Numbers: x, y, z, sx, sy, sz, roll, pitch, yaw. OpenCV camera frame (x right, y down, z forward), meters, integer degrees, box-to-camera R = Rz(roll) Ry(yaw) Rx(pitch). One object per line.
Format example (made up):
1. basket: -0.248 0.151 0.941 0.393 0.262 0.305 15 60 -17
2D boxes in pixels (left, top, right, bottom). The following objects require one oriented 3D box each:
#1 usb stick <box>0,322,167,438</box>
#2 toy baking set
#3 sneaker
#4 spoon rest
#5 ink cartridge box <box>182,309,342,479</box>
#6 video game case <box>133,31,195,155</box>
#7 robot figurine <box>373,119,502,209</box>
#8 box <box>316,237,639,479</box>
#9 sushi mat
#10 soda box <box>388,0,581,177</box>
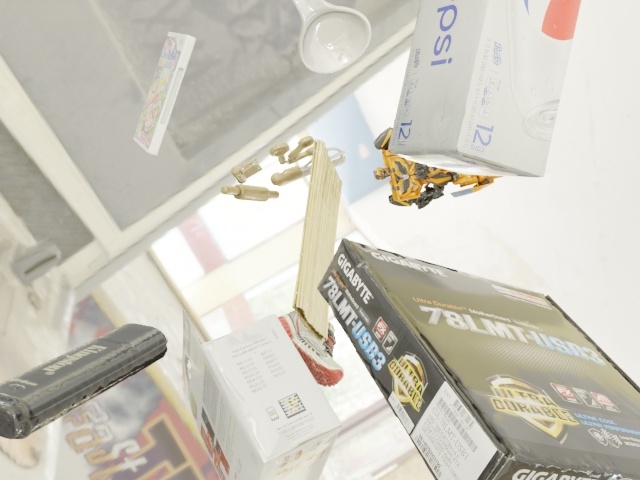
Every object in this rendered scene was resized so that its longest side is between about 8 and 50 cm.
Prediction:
1. usb stick: -0.270 0.150 0.850 0.278 0.077 0.045 -27 130 -68
2. toy baking set: -0.058 -0.124 1.388 0.256 0.197 0.030 5 60 -60
3. sneaker: -0.009 0.186 1.402 0.225 0.093 0.088 47 -17 55
4. spoon rest: -0.005 -0.382 1.283 0.276 0.137 0.084 43 19 -52
5. ink cartridge box: -0.110 0.266 1.185 0.272 0.130 0.309 56 -27 28
6. video game case: -0.162 -0.153 0.772 0.011 0.122 0.087 17 9 -27
7. robot figurine: 0.254 -0.171 1.571 0.085 0.291 0.211 -98 171 -63
8. box: 0.177 0.127 0.687 0.296 0.073 0.293 17 24 -30
9. sushi mat: 0.000 0.000 1.276 0.151 0.019 0.316 58 34 -59
10. soda box: 0.144 -0.198 0.600 0.098 0.091 0.286 12 -90 62
